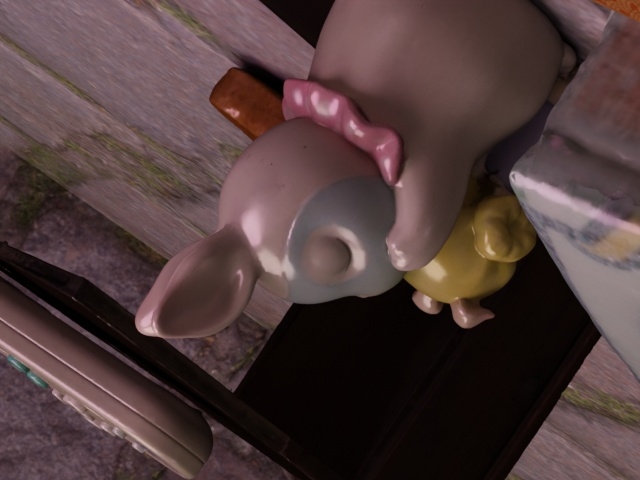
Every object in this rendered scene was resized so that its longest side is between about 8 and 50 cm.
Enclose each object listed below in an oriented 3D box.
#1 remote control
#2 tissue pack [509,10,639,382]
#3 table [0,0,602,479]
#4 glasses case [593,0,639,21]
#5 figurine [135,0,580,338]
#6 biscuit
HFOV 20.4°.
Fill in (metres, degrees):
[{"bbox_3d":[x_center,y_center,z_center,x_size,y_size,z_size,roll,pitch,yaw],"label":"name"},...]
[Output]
[{"bbox_3d":[-0.153,0.067,1.037,0.221,0.042,0.078,33,170,21],"label":"remote control"},{"bbox_3d":[0.255,0.034,0.731,0.311,0.128,0.228,25,168,34],"label":"tissue pack"},{"bbox_3d":[0.000,0.000,1.054,0.282,0.250,0.196,40,171,-26],"label":"table"},{"bbox_3d":[0.175,-0.087,0.637,0.170,0.041,0.064,30,158,25],"label":"glasses case"},{"bbox_3d":[0.023,-0.021,0.888,0.155,0.235,0.127,38,171,-25],"label":"figurine"},{"bbox_3d":[0.054,-0.017,1.343,0.334,0.047,0.202,39,179,1],"label":"biscuit"}]
